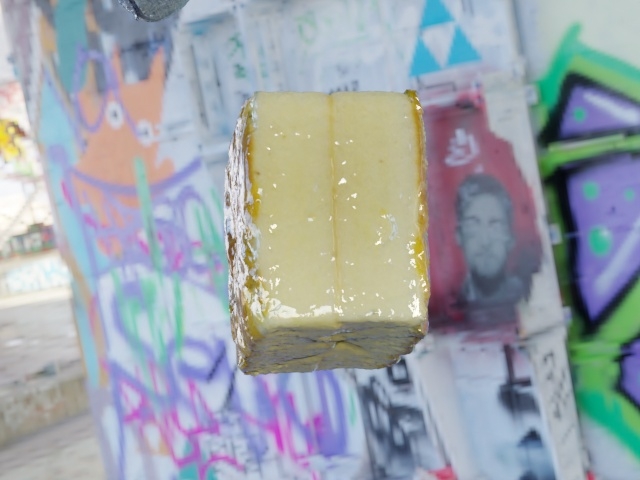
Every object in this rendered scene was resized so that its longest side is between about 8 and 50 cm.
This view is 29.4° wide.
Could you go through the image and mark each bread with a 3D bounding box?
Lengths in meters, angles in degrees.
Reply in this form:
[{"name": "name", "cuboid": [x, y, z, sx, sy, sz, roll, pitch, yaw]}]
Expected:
[{"name": "bread", "cuboid": [0.000, 0.000, 1.363, 0.207, 0.279, 0.279, 1, -13, -9]}]

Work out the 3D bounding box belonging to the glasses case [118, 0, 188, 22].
[{"name": "glasses case", "cuboid": [-0.185, -0.313, 1.108, 0.067, 0.282, 0.109, 29, 72, 32]}]
